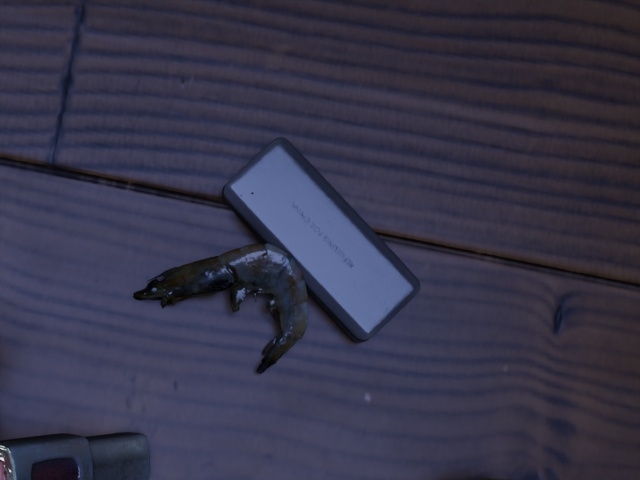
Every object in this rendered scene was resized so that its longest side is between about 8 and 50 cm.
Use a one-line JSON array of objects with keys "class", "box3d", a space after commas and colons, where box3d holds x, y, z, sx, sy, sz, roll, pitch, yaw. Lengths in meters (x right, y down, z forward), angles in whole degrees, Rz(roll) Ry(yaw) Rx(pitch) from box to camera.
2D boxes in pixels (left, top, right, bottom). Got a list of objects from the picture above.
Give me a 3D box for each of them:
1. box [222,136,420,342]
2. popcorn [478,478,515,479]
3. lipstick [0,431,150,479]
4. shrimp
[{"class": "box", "box3d": [0.000, 0.000, 1.696, 0.103, 0.055, 0.243, -43, 90, -11]}, {"class": "popcorn", "box3d": [0.184, 0.366, 1.632, 0.198, 0.198, 0.212, 3, 109, -8]}, {"class": "lipstick", "box3d": [-0.271, 0.240, 1.532, 0.077, 0.253, 0.079, -6, 84, 25]}, {"class": "shrimp", "box3d": [-0.107, 0.086, 1.674, 0.195, 0.035, 0.147, -14, 106, 7]}]
